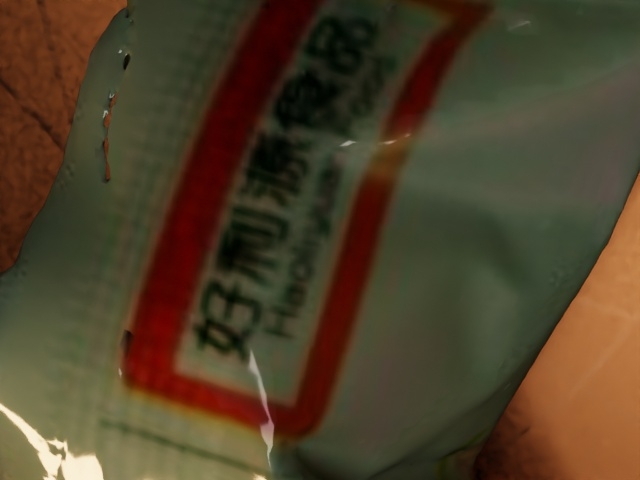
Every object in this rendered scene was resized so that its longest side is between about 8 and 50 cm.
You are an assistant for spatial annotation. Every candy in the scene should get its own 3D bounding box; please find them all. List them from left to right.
[{"bbox_3d":[0.003,-0.001,0.776,0.263,0.172,0.397,16,96,18],"label":"candy"}]
